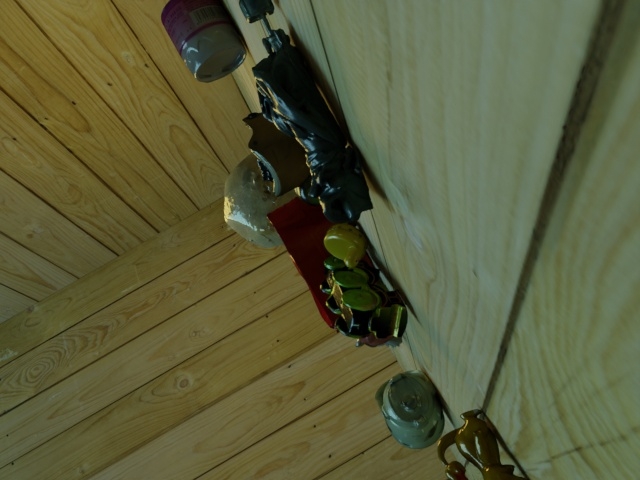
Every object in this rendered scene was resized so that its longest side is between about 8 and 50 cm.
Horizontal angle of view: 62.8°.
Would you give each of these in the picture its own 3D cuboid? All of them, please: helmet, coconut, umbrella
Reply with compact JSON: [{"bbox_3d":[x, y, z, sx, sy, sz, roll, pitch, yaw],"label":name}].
[{"bbox_3d":[-0.084,-0.215,1.215,0.224,0.130,0.198,-103,-9,-54],"label":"helmet"},{"bbox_3d":[-0.189,-0.149,1.925,0.346,0.346,0.360,59,-174,24],"label":"coconut"},{"bbox_3d":[-0.030,-0.185,0.762,0.349,0.094,0.143,62,173,-16],"label":"umbrella"}]

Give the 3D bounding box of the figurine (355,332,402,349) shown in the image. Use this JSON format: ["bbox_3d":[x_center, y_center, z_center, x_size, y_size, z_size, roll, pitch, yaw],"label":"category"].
[{"bbox_3d":[0.172,0.291,1.745,0.207,0.166,0.387,42,176,17],"label":"figurine"}]

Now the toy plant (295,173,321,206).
[{"bbox_3d":[-0.025,-0.144,1.332,0.093,0.093,0.162,61,178,-24],"label":"toy plant"}]

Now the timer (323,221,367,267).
[{"bbox_3d":[0.058,0.014,1.250,0.107,0.109,0.107,20,149,12],"label":"timer"}]

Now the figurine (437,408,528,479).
[{"bbox_3d":[0.292,0.416,0.971,0.176,0.122,0.121,60,176,46],"label":"figurine"}]

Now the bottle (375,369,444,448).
[{"bbox_3d":[0.303,0.566,1.796,0.229,0.229,0.351,59,178,37],"label":"bottle"}]

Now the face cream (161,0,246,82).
[{"bbox_3d":[-0.322,-0.569,1.460,0.195,0.175,0.175,61,178,4],"label":"face cream"}]

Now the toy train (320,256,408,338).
[{"bbox_3d":[0.095,0.125,1.257,0.296,0.161,0.100,-116,29,-60],"label":"toy train"}]

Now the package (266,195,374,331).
[{"bbox_3d":[0.033,0.068,1.458,0.423,0.196,0.123,62,173,-23],"label":"package"}]
